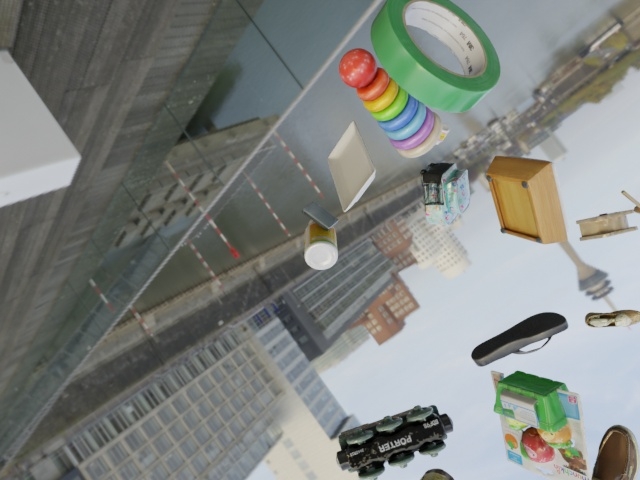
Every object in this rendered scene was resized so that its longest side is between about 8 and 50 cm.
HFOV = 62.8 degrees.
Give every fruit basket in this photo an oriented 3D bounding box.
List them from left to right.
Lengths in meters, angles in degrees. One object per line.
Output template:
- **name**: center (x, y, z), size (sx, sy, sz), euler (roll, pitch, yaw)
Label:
- **fruit basket**: center (0.703, 0.620, 1.704), size (0.166, 0.352, 0.327), euler (-11, -172, -31)

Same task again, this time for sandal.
- **sandal**: center (0.506, 0.255, 1.329), size (0.255, 0.054, 0.097), euler (-33, -170, 29)

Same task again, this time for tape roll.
- **tape roll**: center (0.274, -0.452, 1.238), size (0.321, 0.321, 0.077), euler (-33, 171, -38)

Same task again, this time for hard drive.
- **hard drive**: center (0.000, -0.101, 2.178), size (0.094, 0.135, 0.022), euler (-41, 165, -51)

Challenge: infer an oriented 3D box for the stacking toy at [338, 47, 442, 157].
- **stacking toy**: center (0.166, -0.345, 1.302), size (0.141, 0.141, 0.330), euler (-38, 134, 21)

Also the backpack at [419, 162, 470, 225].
- **backpack**: center (0.540, -0.194, 2.270), size (0.191, 0.253, 0.225), euler (11, -150, 29)

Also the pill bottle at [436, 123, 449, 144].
- **pill bottle**: center (0.464, -0.410, 2.031), size (0.043, 0.043, 0.083), euler (-34, 163, -31)

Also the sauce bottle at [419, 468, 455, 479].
- **sauce bottle**: center (0.265, 0.713, 1.348), size (0.111, 0.111, 0.344), euler (-38, 168, 26)

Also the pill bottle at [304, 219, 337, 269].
- **pill bottle**: center (0.000, 0.000, 2.215), size (0.136, 0.136, 0.245), euler (-37, -153, 21)

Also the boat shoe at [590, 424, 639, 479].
- **boat shoe**: center (0.729, 0.595, 1.315), size (0.095, 0.257, 0.095), euler (1, -174, -42)

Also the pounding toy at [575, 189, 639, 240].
- **pounding toy**: center (1.058, -0.094, 1.927), size (0.270, 0.154, 0.154), euler (-11, 178, -16)

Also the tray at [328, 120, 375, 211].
- **tray**: center (0.088, -0.203, 1.421), size (0.145, 0.030, 0.270), euler (-54, -150, 30)

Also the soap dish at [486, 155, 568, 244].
- **soap dish**: center (0.676, -0.130, 1.731), size (0.118, 0.290, 0.229), euler (-33, -154, -16)

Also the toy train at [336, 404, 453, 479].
- **toy train**: center (0.201, 0.551, 1.466), size (0.334, 0.142, 0.190), euler (-20, 172, -3)

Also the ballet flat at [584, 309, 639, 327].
- **ballet flat**: center (1.120, 0.308, 2.011), size (0.206, 0.073, 0.067), euler (-16, -170, 45)
